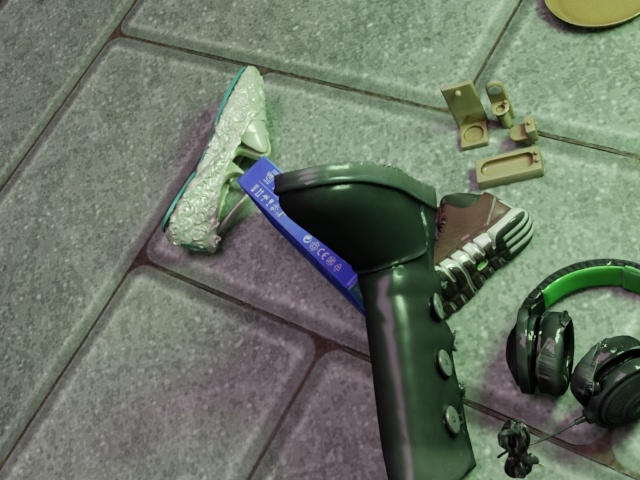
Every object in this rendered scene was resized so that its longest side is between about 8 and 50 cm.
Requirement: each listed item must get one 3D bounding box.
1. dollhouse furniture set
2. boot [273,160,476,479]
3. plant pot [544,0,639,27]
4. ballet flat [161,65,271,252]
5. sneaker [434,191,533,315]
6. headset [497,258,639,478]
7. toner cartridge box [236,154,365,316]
[{"bbox_3d":[0.300,-0.192,1.609,0.144,0.123,0.151,-12,56,20],"label":"dollhouse furniture set"},{"bbox_3d":[0.087,0.130,1.292,0.146,0.367,0.445,-10,80,35],"label":"boot"},{"bbox_3d":[0.539,-0.486,1.731,0.236,0.032,0.236,-12,57,19],"label":"plant pot"},{"bbox_3d":[-0.177,-0.152,1.844,0.147,0.147,0.409,13,71,32],"label":"ballet flat"},{"bbox_3d":[0.209,0.019,1.555,0.281,0.106,0.162,-36,43,-6],"label":"sneaker"},{"bbox_3d":[0.369,0.169,1.314,0.243,0.185,0.394,21,61,35],"label":"headset"},{"bbox_3d":[0.000,0.000,1.617,0.075,0.165,0.348,-44,52,-4],"label":"toner cartridge box"}]
